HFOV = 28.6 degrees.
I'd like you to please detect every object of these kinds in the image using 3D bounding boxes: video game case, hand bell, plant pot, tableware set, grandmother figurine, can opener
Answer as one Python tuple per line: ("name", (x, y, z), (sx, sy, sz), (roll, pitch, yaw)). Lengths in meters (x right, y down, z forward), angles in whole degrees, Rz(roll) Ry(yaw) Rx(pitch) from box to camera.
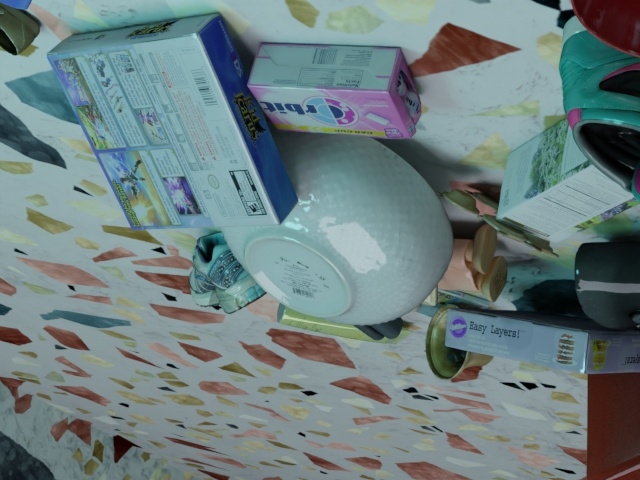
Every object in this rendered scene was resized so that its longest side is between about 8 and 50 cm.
("video game case", (0.212, 0.100, 2.110), (0.122, 0.011, 0.087), (18, 159, -8))
("hand bell", (0.312, 0.183, 2.140), (0.242, 0.126, 0.126), (8, 164, -29))
("plant pot", (0.604, 0.276, 1.996), (0.267, 0.267, 0.236), (25, 143, -24))
("tableware set", (0.232, -0.028, 1.640), (0.141, 0.020, 0.168), (12, -159, -45))
("grandmother figurine", (0.107, 0.029, 1.905), (0.342, 0.104, 0.208), (5, 129, 29))
("can opener", (0.019, 0.109, 2.137), (0.283, 0.095, 0.076), (37, 151, -30))
("video game case", (-0.183, -0.140, 1.564), (0.244, 0.061, 0.269), (-2, 124, 33))

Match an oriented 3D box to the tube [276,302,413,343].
("tube", (0.043, 0.150, 2.282), (0.240, 0.062, 0.070), (15, -161, -14))

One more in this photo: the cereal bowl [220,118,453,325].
("cereal bowl", (0.000, 0.000, 1.699), (0.339, 0.141, 0.339), (20, 144, 16))

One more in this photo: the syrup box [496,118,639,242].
("syrup box", (0.312, -0.082, 1.493), (0.096, 0.093, 0.237), (21, 157, -16))

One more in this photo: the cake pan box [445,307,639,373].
("cake pan box", (0.357, 0.149, 1.909), (0.267, 0.070, 0.245), (8, 180, 42))

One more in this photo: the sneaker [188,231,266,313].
("sneaker", (-0.164, 0.040, 2.115), (0.122, 0.110, 0.283), (66, 161, -9))

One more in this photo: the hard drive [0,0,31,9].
("hard drive", (-0.371, -0.363, 1.317), (0.210, 0.040, 0.318), (22, 157, -17))

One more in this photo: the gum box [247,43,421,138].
("gum box", (0.022, -0.177, 1.488), (0.188, 0.062, 0.107), (6, 157, 22))

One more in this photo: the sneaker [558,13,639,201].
("sneaker", (0.376, -0.116, 1.253), (0.295, 0.178, 0.124), (12, 158, 5))

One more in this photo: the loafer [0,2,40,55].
("loafer", (-0.414, -0.277, 1.540), (0.148, 0.050, 0.056), (27, 155, -29))

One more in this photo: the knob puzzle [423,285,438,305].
("knob puzzle", (0.075, 0.007, 1.819), (0.213, 0.030, 0.213), (16, 129, 21))

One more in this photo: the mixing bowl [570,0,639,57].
("mixing bowl", (0.315, -0.244, 1.092), (0.181, 0.098, 0.181), (12, 159, 5))

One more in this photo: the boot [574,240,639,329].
("boot", (0.536, 0.031, 1.590), (0.445, 0.146, 0.367), (6, 155, 32))
